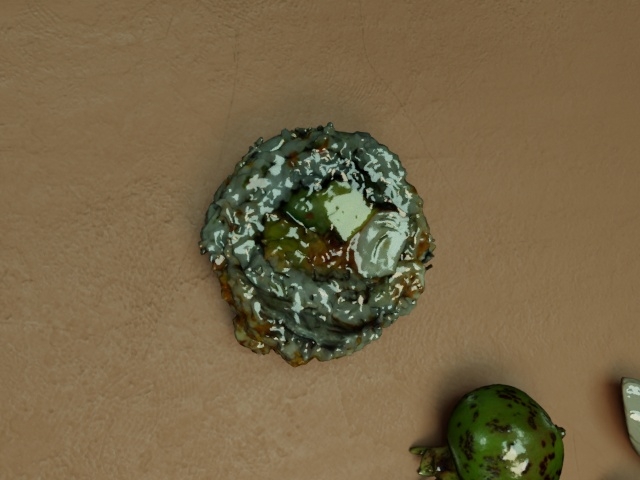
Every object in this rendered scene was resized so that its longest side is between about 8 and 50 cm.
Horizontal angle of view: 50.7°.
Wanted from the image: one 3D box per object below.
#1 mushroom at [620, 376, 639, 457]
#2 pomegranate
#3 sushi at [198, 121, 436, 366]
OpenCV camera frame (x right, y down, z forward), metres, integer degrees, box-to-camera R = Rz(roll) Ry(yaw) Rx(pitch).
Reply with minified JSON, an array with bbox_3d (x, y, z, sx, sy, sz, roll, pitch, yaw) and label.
[{"bbox_3d":[0.664,0.377,1.229,0.350,0.128,0.128,36,76,-7],"label":"mushroom"},{"bbox_3d":[0.277,0.353,1.121,0.262,0.211,0.211,-21,85,11],"label":"pomegranate"},{"bbox_3d":[0.000,-0.005,1.128,0.417,0.176,0.418,2,80,-11],"label":"sushi"}]
